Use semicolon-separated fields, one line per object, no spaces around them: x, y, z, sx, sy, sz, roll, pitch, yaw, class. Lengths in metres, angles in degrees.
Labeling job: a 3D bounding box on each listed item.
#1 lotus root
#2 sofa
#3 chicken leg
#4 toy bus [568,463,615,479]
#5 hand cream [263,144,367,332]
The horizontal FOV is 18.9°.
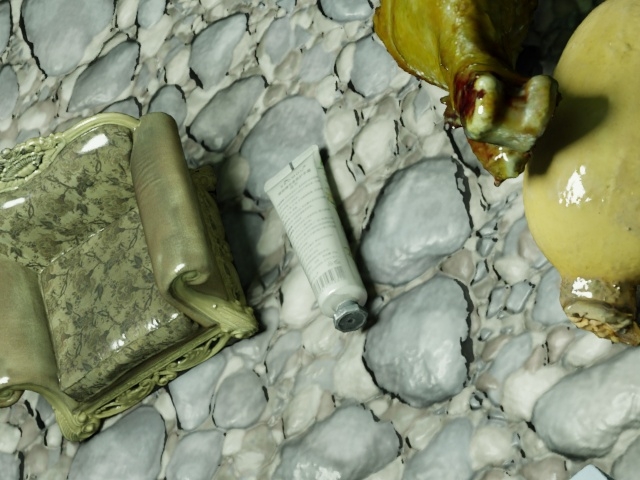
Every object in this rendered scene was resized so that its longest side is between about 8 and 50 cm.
0.239;-0.076;1.486;0.146;0.131;0.303;3;71;38;lotus root
-0.207;0.028;1.724;0.258;0.182;0.200;-31;54;20;sofa
0.115;-0.163;1.567;0.140;0.211;0.361;-8;49;5;chicken leg
0.123;0.312;1.404;0.329;0.109;0.136;-41;41;13;toy bus
0.000;0.000;1.686;0.067;0.042;0.194;-41;45;23;hand cream
